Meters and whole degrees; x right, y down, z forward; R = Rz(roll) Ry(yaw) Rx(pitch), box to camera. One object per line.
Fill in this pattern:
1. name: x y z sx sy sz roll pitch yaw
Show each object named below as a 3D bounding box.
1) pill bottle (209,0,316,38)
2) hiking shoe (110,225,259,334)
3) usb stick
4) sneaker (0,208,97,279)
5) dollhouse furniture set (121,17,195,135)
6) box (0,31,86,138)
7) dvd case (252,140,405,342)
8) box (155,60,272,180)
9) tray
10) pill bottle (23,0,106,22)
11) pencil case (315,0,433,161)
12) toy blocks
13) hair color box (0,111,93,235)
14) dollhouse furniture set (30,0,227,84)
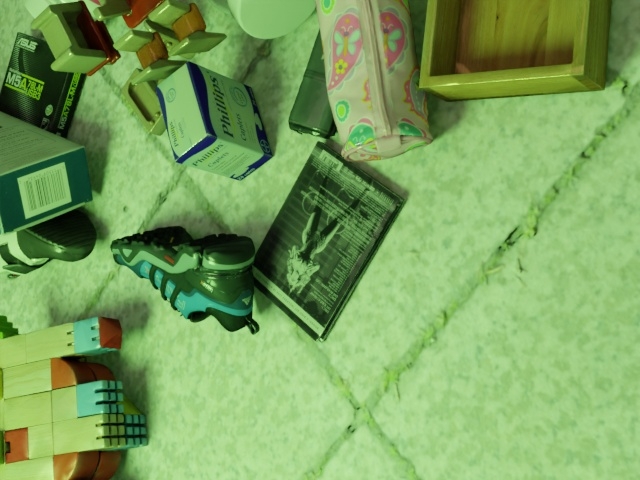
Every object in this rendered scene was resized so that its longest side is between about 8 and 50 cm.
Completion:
1. pill bottle: -0.121 -0.422 1.274 0.162 0.162 0.278 -48 57 21
2. hiking shoe: -0.208 0.055 1.293 0.304 0.113 0.132 9 109 49
3. usb stick: 0.028 -0.272 1.206 0.077 0.045 0.278 23 96 34
4. sneaker: -0.500 0.006 1.538 0.330 0.122 0.146 19 112 37
5. dollhouse furniture set: -0.284 -0.277 1.399 0.151 0.123 0.144 -50 56 20
6. box: -0.509 -0.269 1.622 0.190 0.045 0.184 25 101 37
7. dvd case: 0.000 0.000 1.200 0.164 0.018 0.221 38 105 35
8. box: -0.149 -0.167 1.267 0.072 0.137 0.126 -31 65 30
9. tray: 0.239 -0.376 1.046 0.202 0.076 0.411 2 83 38
10. pill bottle: -0.356 -0.471 1.464 0.283 0.160 0.160 -46 58 23
11. pencil case: 0.060 -0.242 1.107 0.124 0.124 0.284 -11 86 36
12. toy blocks: -0.388 0.281 1.371 0.261 0.190 0.381 -13 73 24
13. hair color box: -0.560 -0.130 1.521 0.347 0.174 0.105 23 126 38
14. dollhouse furniture set: -0.274 -0.342 1.262 0.259 0.135 0.262 -28 88 32
